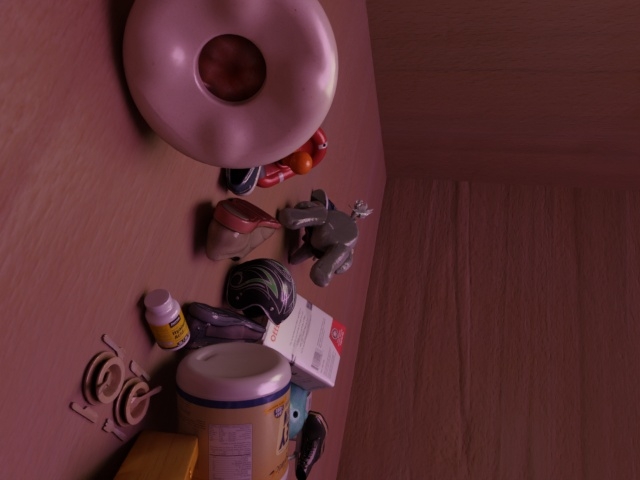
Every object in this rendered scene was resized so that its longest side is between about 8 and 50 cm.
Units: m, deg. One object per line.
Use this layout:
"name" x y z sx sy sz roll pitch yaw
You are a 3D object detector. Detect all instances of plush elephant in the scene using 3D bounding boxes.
"plush elephant" 0.000 0.000 1.840 0.330 0.272 0.255 -33 174 -33

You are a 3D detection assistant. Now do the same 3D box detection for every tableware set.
"tableware set" -0.335 0.257 0.943 0.194 0.039 0.128 75 24 -53

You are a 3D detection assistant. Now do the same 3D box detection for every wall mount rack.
"wall mount rack" -0.115 0.581 1.768 0.304 0.130 0.350 17 78 -79

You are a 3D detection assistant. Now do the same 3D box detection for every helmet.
"helmet" -0.140 0.129 1.398 0.169 0.161 0.170 -1 90 -78

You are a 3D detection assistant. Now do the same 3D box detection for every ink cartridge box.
"ink cartridge box" -0.073 0.277 1.568 0.273 0.114 0.197 38 48 -28

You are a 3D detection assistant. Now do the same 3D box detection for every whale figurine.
"whale figurine" -0.090 0.457 1.617 0.216 0.141 0.272 54 54 -23

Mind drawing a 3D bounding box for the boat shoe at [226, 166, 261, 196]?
"boat shoe" -0.174 -0.235 1.319 0.079 0.095 0.255 79 27 -80

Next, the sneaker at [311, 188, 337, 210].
"sneaker" 0.010 -0.061 2.107 0.163 0.086 0.226 50 46 -67

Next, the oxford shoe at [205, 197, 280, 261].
"oxford shoe" -0.194 -0.022 1.331 0.130 0.123 0.348 -60 169 8

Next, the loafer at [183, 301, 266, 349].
"loafer" -0.227 0.211 1.278 0.095 0.109 0.302 -64 157 -5

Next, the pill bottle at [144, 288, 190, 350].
"pill bottle" -0.290 0.147 1.035 0.065 0.065 0.116 -70 159 -46

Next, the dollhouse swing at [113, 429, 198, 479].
"dollhouse swing" -0.172 0.531 0.935 0.315 0.304 0.347 -136 -137 -84

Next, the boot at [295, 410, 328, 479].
"boot" -0.034 0.646 1.723 0.137 0.076 0.198 -47 139 -55

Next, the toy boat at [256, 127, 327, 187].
"toy boat" -0.075 -0.216 1.426 0.231 0.151 0.151 -29 133 -26

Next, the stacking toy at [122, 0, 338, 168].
"stacking toy" -0.156 -0.382 1.074 0.480 0.350 0.351 -97 -178 -58

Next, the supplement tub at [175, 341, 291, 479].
"supplement tub" -0.175 0.389 1.116 0.228 0.228 0.316 -32 126 -72
